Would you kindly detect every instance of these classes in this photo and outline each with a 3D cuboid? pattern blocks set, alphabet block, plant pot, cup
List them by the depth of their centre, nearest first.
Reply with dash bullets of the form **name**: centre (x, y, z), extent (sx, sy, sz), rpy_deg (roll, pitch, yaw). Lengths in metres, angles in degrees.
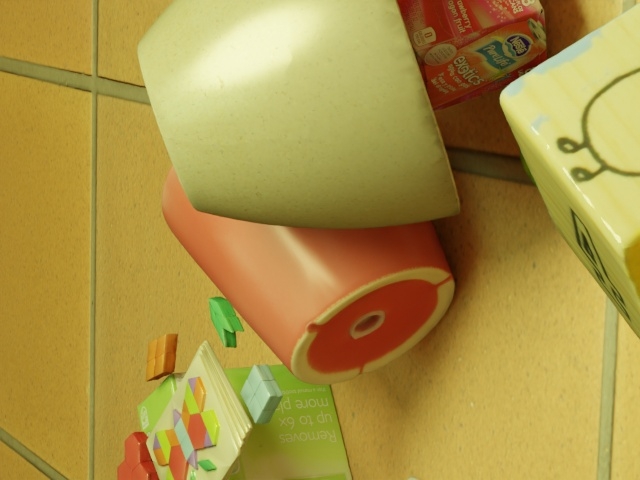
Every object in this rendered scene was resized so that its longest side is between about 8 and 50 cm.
- **alphabet block**: centre (0.278, -0.046, 1.410), extent (0.197, 0.192, 0.193), rpy_deg (57, -179, 43)
- **cup**: centre (-0.033, -0.142, 1.749), extent (0.331, 0.237, 0.331), rpy_deg (-20, -90, -89)
- **plant pot**: centre (0.000, 0.000, 1.971), extent (0.243, 0.275, 0.275), rpy_deg (59, 143, 28)
- **pattern blocks set**: centre (-0.137, 0.221, 2.052), extent (0.285, 0.026, 0.325), rpy_deg (51, 131, 44)

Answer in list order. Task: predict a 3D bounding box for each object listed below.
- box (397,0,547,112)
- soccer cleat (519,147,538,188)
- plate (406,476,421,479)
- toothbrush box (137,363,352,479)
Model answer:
- **box**: centre (0.117, -0.269, 1.794), extent (0.122, 0.128, 0.257), rpy_deg (69, -178, -63)
- **soccer cleat**: centre (0.237, -0.100, 1.704), extent (0.072, 0.060, 0.179), rpy_deg (65, 153, 19)
- **plate**: centre (0.135, 0.418, 1.958), extent (0.277, 0.045, 0.278), rpy_deg (24, 113, 61)
- **toothbrush box**: centre (-0.076, 0.297, 2.181), extent (0.122, 0.206, 0.283), rpy_deg (-42, 55, 56)
